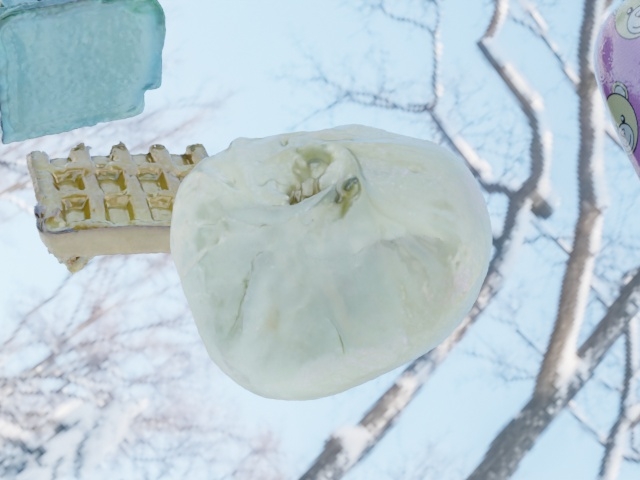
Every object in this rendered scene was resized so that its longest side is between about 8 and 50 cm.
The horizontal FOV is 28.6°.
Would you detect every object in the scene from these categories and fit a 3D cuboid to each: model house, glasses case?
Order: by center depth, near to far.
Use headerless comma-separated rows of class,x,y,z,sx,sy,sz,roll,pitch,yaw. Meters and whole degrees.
glasses case,0.351,-0.087,1.195,0.316,0.076,0.123,68,-24,19
model house,-0.415,-0.320,1.942,0.249,0.281,0.230,49,-36,42

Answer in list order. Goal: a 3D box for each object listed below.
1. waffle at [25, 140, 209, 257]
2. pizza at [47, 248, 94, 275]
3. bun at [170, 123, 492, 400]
waffle,-0.330,-0.071,2.182,0.304,0.348,0.077,-118,-148,-53
pizza,-0.452,-0.016,2.385,0.062,0.182,0.161,52,8,28
bun,0.000,0.000,1.370,0.361,0.361,0.213,28,-18,29
